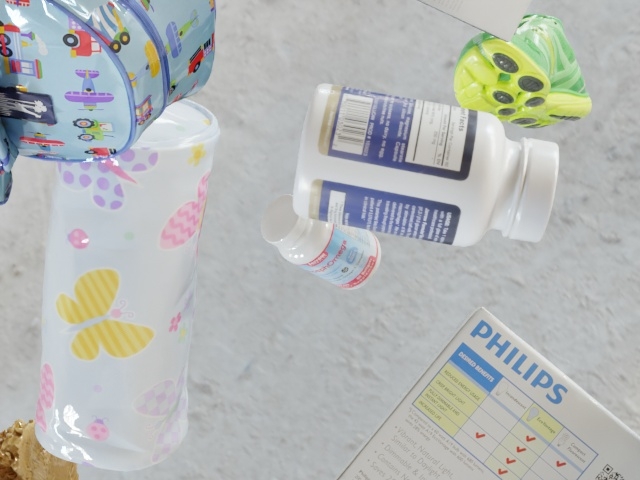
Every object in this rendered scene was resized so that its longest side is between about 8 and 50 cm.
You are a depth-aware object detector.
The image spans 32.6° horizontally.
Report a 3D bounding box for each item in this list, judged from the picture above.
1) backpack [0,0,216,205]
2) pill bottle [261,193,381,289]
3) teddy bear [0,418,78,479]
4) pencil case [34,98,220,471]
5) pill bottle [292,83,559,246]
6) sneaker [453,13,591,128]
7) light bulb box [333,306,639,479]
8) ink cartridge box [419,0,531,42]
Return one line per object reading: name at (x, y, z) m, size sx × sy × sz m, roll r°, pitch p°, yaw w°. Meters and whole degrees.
backpack at (-0.138, -0.091, 0.476) m, size 0.173 × 0.158 × 0.117 m, roll 17°, pitch 60°, yaw 2°
pill bottle at (0.000, 0.000, 1.417) m, size 0.087 × 0.160 × 0.087 m, roll -21°, pitch 57°, yaw 35°
teddy bear at (-0.282, 0.318, 0.893) m, size 0.113 × 0.245 × 0.338 m, roll -7°, pitch 77°, yaw 14°
pencil case at (-0.139, 0.029, 0.781) m, size 0.113 × 0.273 × 0.124 m, roll 11°, pitch 25°, yaw 5°
pill bottle at (0.072, -0.047, 0.748) m, size 0.169 × 0.094 × 0.094 m, roll 11°, pitch 62°, yaw 3°
sneaker at (0.228, -0.204, 1.272) m, size 0.109 × 0.295 × 0.124 m, roll -14°, pitch 81°, yaw 27°
light bulb box at (0.251, 0.347, 1.612) m, size 0.358 × 0.225 × 0.361 m, roll 40°, pitch 89°, yaw 7°
ink cartridge box at (0.055, -0.271, 1.005) m, size 0.165 × 0.332 × 0.065 m, roll 36°, pitch 106°, yaw 32°
